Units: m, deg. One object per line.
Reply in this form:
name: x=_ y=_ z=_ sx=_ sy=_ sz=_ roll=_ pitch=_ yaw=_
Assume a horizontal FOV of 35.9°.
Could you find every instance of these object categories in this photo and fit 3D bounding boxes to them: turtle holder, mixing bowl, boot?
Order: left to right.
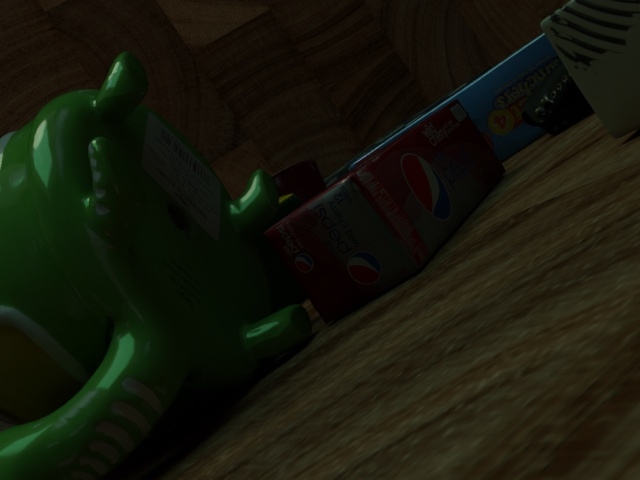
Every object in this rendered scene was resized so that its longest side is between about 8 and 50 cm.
turtle holder: x=-0.152 y=0.052 z=0.712 sx=0.227 sy=0.320 sz=0.243 roll=-33 pitch=-29 yaw=18
mixing bowl: x=-0.046 y=-0.003 z=1.209 sx=0.181 sy=0.098 sz=0.181 roll=-38 pitch=-10 yaw=-8
boot: x=0.243 y=-0.142 z=0.882 sx=0.137 sy=0.077 sz=0.198 roll=-48 pitch=-1 yaw=15

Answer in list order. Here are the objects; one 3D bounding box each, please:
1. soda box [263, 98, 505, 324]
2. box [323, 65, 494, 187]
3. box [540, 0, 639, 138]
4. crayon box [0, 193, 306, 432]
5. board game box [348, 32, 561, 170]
soda box: x=0.062 y=-0.033 z=0.794 sx=0.092 sy=0.083 sz=0.263 roll=-33 pitch=3 yaw=30
box: x=0.149 y=-0.165 z=1.910 sx=0.318 sy=0.097 sz=0.395 roll=-34 pitch=2 yaw=-29
box: x=0.262 y=-0.162 z=0.545 sx=0.113 sy=0.094 sz=0.275 roll=-35 pitch=2 yaw=-36
crayon box: x=-0.211 y=0.097 z=1.057 sx=0.363 sy=0.106 sz=0.313 roll=-17 pitch=16 yaw=49
board game box: x=0.201 y=-0.151 z=1.146 sx=0.308 sy=0.086 sz=0.302 roll=-34 pitch=3 yaw=15
